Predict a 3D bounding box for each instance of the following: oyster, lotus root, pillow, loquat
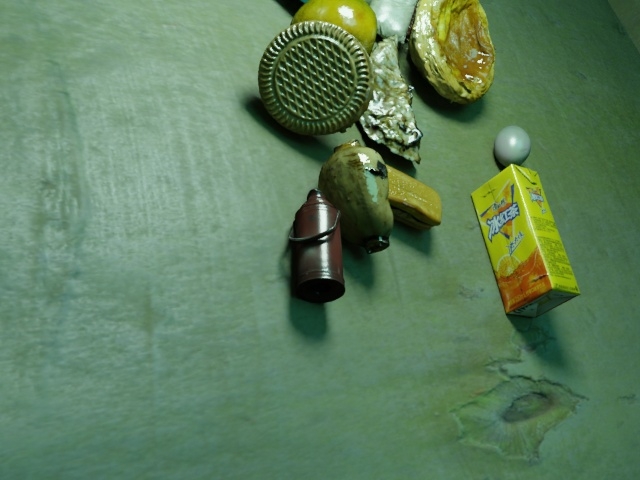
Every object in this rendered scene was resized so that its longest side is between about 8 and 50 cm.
[{"bbox_3d":[0.154,-0.371,1.718,0.204,0.111,0.396,5,63,-34],"label":"oyster"},{"bbox_3d":[0.077,-0.100,1.427,0.140,0.154,0.257,-2,67,-47],"label":"lotus root"},{"bbox_3d":[0.197,-0.637,1.928,0.134,0.078,0.181,21,71,-12],"label":"pillow"},{"bbox_3d":[0.018,-0.456,1.590,0.213,0.213,0.246,40,65,-10],"label":"loquat"}]

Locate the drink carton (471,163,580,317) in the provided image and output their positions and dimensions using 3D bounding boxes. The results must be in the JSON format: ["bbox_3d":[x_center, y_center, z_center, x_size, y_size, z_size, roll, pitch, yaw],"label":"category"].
[{"bbox_3d":[0.503,-0.001,1.707,0.111,0.154,0.351,13,54,-33],"label":"drink carton"}]

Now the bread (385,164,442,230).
[{"bbox_3d":[0.187,-0.096,1.571,0.200,0.077,0.116,24,50,-23],"label":"bread"}]

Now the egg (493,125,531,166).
[{"bbox_3d":[0.549,-0.269,1.970,0.103,0.103,0.135,31,47,-20],"label":"egg"}]

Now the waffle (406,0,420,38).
[{"bbox_3d":[0.275,-0.690,2.074,0.221,0.055,0.234,-15,77,-44],"label":"waffle"}]

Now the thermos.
[{"bbox_3d":[-0.003,0.001,1.339,0.124,0.098,0.232,59,23,-51],"label":"thermos"}]

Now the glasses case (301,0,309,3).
[{"bbox_3d":[-0.033,-0.647,1.736,0.301,0.070,0.117,35,28,-3],"label":"glasses case"}]

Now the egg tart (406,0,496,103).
[{"bbox_3d":[0.359,-0.548,1.955,0.351,0.150,0.352,6,79,-38],"label":"egg tart"}]

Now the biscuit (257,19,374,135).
[{"bbox_3d":[-0.007,-0.344,1.481,0.259,0.259,0.079,35,8,-16],"label":"biscuit"}]
